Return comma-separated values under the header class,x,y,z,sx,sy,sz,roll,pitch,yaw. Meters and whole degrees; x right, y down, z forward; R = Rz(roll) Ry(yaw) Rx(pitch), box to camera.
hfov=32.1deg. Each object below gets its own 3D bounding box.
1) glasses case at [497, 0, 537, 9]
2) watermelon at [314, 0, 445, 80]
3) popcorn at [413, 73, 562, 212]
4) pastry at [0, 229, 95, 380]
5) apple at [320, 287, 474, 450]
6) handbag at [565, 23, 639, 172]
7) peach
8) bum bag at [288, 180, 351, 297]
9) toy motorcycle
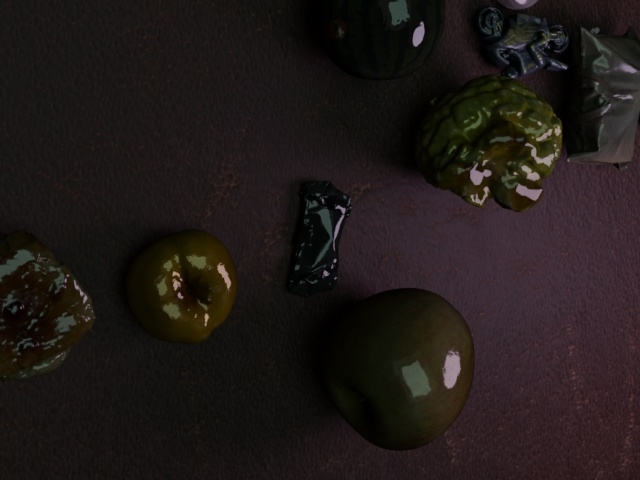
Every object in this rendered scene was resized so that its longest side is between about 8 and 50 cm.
class,x,y,z,sx,sy,sz,roll,pitch,yaw
glasses case,0.274,-0.508,1.873,0.297,0.075,0.113,35,83,-27
watermelon,0.093,-0.356,1.730,0.212,0.212,0.212,-5,100,-27
popcorn,0.272,-0.150,1.842,0.237,0.206,0.251,28,46,4
pastry,-0.433,0.095,1.588,0.218,0.100,0.229,-4,101,-27
apple,0.133,0.205,1.815,0.234,0.257,0.256,-34,113,-33
handbag,0.508,-0.256,2.014,0.182,0.117,0.270,-6,101,-40
peach,-0.208,0.072,1.700,0.179,0.103,0.179,-2,96,-24
bum bag,0.000,0.000,1.827,0.087,0.049,0.197,8,95,-23
toy motorcycle,0.352,-0.335,1.949,0.193,0.061,0.124,9,88,-22
